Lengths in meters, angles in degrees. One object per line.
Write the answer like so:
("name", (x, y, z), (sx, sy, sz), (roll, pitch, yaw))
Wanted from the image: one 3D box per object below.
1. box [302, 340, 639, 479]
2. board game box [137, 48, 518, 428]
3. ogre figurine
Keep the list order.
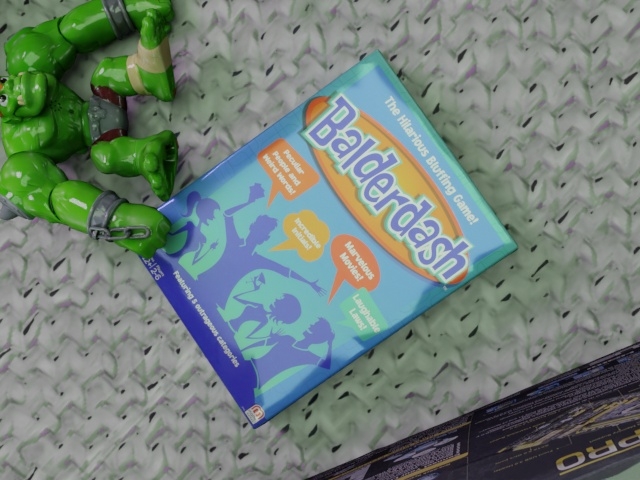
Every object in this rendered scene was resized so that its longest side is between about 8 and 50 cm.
("box", (0.064, 0.163, 0.636), (0.395, 0.318, 0.097), (-23, 85, 7))
("board game box", (0.000, 0.000, 0.784), (0.210, 0.047, 0.160), (-36, 84, 6))
("ogre figurine", (-0.156, -0.081, 0.785), (0.118, 0.097, 0.197), (-6, 87, 8))
